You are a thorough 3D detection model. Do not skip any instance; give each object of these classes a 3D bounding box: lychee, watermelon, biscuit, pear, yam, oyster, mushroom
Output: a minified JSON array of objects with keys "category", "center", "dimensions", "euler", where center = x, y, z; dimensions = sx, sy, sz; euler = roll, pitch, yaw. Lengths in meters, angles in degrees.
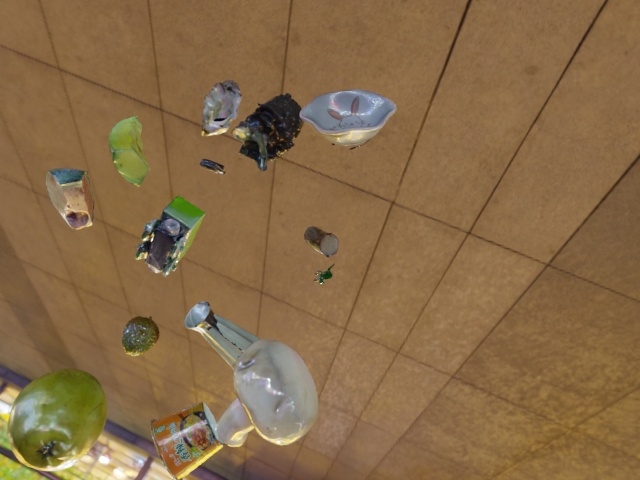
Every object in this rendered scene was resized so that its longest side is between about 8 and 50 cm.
[{"category":"lychee","center":[-0.568,0.298,1.592],"dimensions":[0.114,0.146,0.114],"euler":[9,131,10]},{"category":"watermelon","center":[-0.911,-0.164,1.887],"dimensions":[0.318,0.148,0.226],"euler":[-19,92,58]},{"category":"biscuit","center":[-0.300,-0.208,1.427],"dimensions":[0.087,0.027,0.089],"euler":[22,-179,22]},{"category":"pear","center":[-0.609,0.409,1.175],"dimensions":[0.212,0.212,0.269],"euler":[50,180,-25]},{"category":"yam","center":[0.003,0.001,1.725],"dimensions":[0.084,0.084,0.127],"euler":[55,167,-29]},{"category":"oyster","center":[-0.336,-0.450,1.740],"dimensions":[0.133,0.072,0.209],"euler":[16,103,8]},{"category":"mushroom","center":[-0.132,0.474,1.512],"dimensions":[0.315,0.315,0.355],"euler":[15,120,17]}]

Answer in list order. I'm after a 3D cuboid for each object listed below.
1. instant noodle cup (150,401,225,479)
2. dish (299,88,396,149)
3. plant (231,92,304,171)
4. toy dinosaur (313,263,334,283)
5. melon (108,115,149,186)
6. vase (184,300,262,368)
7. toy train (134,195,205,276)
[{"category":"instant noodle cup","center":[-0.453,0.682,1.748],"dimensions":[0.230,0.182,0.230],"euler":[58,167,22]},{"category":"dish","center":[0.067,-0.282,1.213],"dimensions":[0.230,0.229,0.081],"euler":[12,134,20]},{"category":"plant","center":[-0.127,-0.270,1.240],"dimensions":[0.142,0.203,0.131],"euler":[44,142,-22]},{"category":"toy dinosaur","center":[0.022,0.121,1.794],"dimensions":[0.060,0.120,0.029],"euler":[15,126,38]},{"category":"melon","center":[-0.799,-0.393,2.098],"dimensions":[0.124,0.323,0.196],"euler":[-21,138,-2]},{"category":"vase","center":[-0.345,0.373,1.889],"dimensions":[0.165,0.165,0.360],"euler":[-8,138,37]},{"category":"toy train","center":[-0.606,-0.011,2.026],"dimensions":[0.174,0.248,0.307],"euler":[32,132,-5]}]
